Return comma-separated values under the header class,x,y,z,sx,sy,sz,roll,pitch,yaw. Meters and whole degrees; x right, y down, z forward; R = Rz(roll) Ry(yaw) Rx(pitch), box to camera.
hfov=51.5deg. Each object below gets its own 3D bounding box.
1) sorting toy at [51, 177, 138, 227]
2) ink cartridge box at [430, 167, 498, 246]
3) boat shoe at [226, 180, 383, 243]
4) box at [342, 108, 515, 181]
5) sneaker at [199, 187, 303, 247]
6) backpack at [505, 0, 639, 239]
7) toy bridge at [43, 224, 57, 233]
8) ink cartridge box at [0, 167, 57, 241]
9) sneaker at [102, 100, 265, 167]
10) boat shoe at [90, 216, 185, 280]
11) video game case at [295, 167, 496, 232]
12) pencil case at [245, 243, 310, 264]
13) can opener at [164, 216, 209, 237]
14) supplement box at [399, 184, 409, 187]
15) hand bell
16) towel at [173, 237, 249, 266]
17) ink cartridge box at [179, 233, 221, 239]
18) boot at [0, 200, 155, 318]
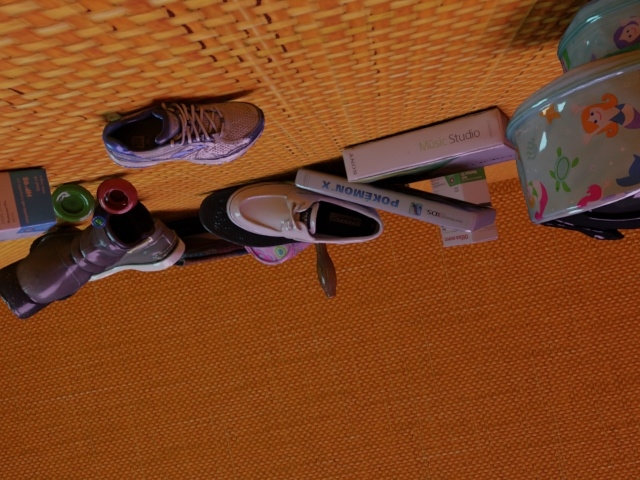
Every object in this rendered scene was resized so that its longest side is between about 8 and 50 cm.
class,x,y,z,sx,sy,sz,roll,pitch,yaw
sorting toy,-0.276,-0.052,0.818,0.102,0.061,0.042,-5,-147,-6
ink cartridge box,0.382,-0.092,1.777,0.087,0.208,0.153,-12,179,-20
boat shoe,-0.024,-0.040,1.123,0.268,0.096,0.088,12,-175,-10
box,0.198,-0.141,1.078,0.233,0.058,0.322,-12,178,23
sneaker,-0.076,-0.053,1.252,0.296,0.123,0.178,3,-175,-9
backpack,0.275,-0.098,0.514,0.254,0.190,0.225,-20,175,10
toy bridge,-0.497,-0.009,1.001,0.188,0.026,0.063,-12,-179,-39
ink cartridge box,-0.370,-0.024,0.658,0.180,0.060,0.104,-12,180,-34
sneaker,-0.112,-0.087,0.540,0.136,0.052,0.058,-13,175,-2
boat shoe,-0.425,0.013,1.354,0.305,0.091,0.109,-8,-137,23
video game case,0.151,-0.075,1.194,0.300,0.036,0.329,16,-171,19
pencil case,-0.072,-0.026,1.533,0.124,0.124,0.284,-12,-174,20
can opener,-0.287,-0.038,1.570,0.186,0.073,0.059,-9,-143,-8
supplement box,0.193,-0.130,1.766,0.083,0.056,0.083,-12,179,16
hand bell,0.000,0.000,1.390,0.126,0.241,0.126,-13,179,0
towel,-0.356,0.016,1.530,0.371,0.040,0.271,2,-172,33
ink cartridge box,-0.336,0.024,1.725,0.189,0.066,0.232,-15,-155,-13
boot,-0.370,0.010,1.098,0.223,0.118,0.338,-30,-163,1
